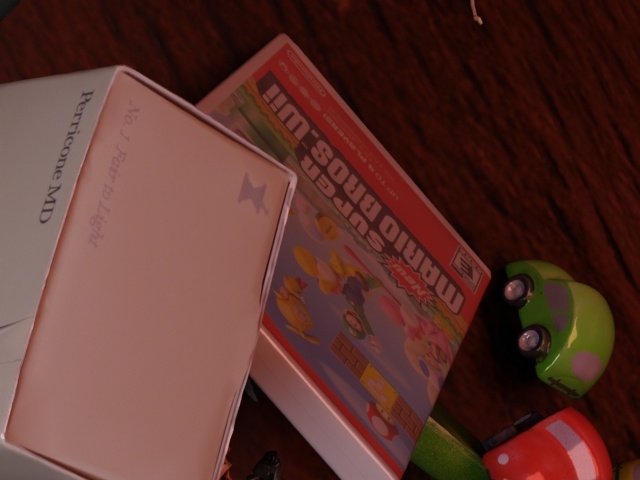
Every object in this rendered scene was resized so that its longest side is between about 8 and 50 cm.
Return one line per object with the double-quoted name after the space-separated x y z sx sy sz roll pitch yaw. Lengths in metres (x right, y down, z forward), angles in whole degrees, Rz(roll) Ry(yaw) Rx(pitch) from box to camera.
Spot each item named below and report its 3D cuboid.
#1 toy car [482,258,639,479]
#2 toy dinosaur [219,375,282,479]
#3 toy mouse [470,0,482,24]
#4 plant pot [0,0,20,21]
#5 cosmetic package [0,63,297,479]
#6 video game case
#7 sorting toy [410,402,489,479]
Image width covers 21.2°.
0.167 0.096 1.055 0.239 0.053 0.225 30 36 -43 "toy car"
-0.113 0.189 0.861 0.218 0.164 0.322 5 77 -37 "toy dinosaur"
0.083 -0.208 1.134 0.161 0.031 0.143 -12 86 -32 "toy mouse"
-0.296 -0.118 0.659 0.341 0.334 0.341 35 26 -19 "plant pot"
-0.172 0.029 0.757 0.113 0.309 0.160 32 64 -41 "cosmetic package"
0.000 0.000 0.939 0.204 0.025 0.285 49 25 -6 "video game case"
0.008 0.126 1.000 0.365 0.127 0.126 39 92 -22 "sorting toy"
